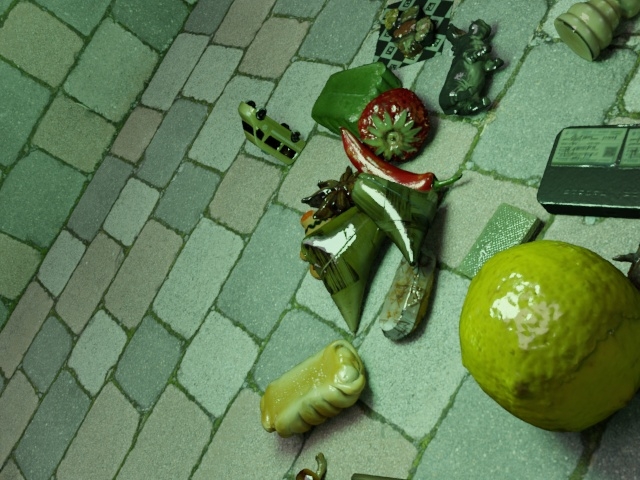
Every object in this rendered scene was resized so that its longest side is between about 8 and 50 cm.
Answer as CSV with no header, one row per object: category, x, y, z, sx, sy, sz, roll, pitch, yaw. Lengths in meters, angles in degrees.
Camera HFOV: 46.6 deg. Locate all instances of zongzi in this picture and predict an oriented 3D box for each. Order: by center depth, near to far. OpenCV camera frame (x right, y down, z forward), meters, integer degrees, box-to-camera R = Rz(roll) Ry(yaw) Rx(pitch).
zongzi,0.163,-0.049,1.847,0.112,0.220,0.242,102,-170,-50
zongzi,0.126,0.056,1.972,0.273,0.145,0.300,-31,72,7

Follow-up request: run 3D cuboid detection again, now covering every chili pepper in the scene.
chili pepper,0.193,-0.181,1.977,0.368,0.137,0.092,24,40,21

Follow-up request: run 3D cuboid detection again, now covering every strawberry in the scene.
strawberry,0.212,-0.343,2.093,0.205,0.205,0.244,-30,25,28

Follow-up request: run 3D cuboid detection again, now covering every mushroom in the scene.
mushroom,-0.024,0.575,1.795,0.088,0.072,0.130,127,155,-56

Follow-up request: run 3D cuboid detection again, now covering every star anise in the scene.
star anise,0.081,-0.126,2.136,0.271,0.103,0.272,-19,30,12

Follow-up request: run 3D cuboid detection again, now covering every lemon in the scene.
lemon,0.424,0.169,1.390,0.350,0.349,0.387,-51,45,8

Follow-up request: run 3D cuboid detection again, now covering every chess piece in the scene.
chess piece,0.698,-0.559,1.763,0.261,0.142,0.143,-41,42,9

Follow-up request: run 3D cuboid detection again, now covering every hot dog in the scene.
hot dog,0.220,0.128,1.844,0.131,0.069,0.253,-5,59,54

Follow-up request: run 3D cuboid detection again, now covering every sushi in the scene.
sushi,0.271,-0.675,2.315,0.293,0.059,0.292,-7,60,43

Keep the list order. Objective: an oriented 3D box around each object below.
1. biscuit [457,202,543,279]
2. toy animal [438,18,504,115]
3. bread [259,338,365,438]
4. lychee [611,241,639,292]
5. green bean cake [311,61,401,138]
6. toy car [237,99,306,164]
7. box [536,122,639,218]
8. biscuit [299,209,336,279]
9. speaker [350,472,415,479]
biscuit,0.417,0.012,1.738,0.199,0.040,0.121,-57,38,1
toy animal,0.409,-0.483,2.019,0.168,0.106,0.343,-23,44,43
bread,-0.020,0.383,1.875,0.311,0.121,0.173,-35,42,25
lychee,0.644,0.048,1.381,0.197,0.165,0.165,23,80,7
green bean cake,0.105,-0.428,2.276,0.248,0.125,0.222,15,75,46
toy car,-0.171,-0.346,2.395,0.101,0.256,0.124,37,96,49
box,0.651,-0.151,1.595,0.350,0.058,0.211,7,69,47
biscuit,0.000,0.000,2.170,0.165,0.036,0.250,-26,49,33
speaker,0.185,0.569,1.494,0.230,0.192,0.153,-8,59,41
